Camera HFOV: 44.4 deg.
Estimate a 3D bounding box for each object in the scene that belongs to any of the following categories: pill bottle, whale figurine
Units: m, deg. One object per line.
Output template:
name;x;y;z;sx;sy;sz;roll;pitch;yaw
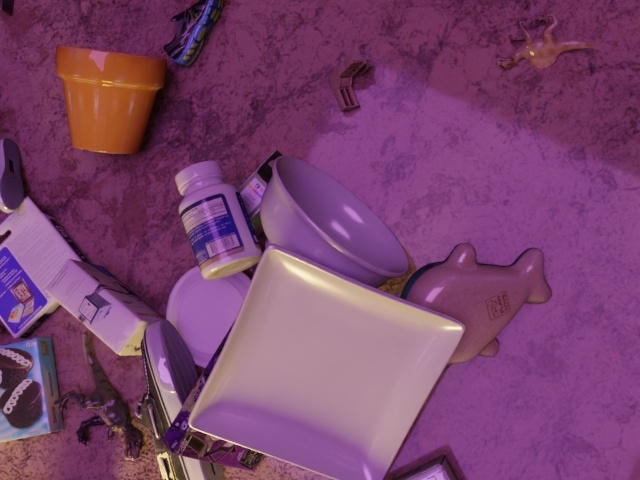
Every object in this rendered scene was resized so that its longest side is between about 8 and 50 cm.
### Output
pill bottle;-0.181;-0.037;1.357;0.112;0.112;0.187;-23;79;9
whale figurine;0.261;0.098;1.360;0.272;0.141;0.216;-23;108;-12

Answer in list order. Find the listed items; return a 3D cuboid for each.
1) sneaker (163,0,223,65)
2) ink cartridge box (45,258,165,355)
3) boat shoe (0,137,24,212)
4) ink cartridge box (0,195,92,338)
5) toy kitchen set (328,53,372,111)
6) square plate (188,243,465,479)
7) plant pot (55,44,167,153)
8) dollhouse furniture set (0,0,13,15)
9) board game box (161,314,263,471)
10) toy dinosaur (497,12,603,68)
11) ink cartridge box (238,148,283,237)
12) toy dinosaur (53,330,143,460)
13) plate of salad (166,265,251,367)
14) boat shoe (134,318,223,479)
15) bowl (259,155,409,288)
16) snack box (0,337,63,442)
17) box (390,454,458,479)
sneaker;-0.252;-0.441;1.555;0.078;0.067;0.188;30;93;8
ink cartridge box;-0.399;0.127;1.485;0.190;0.139;0.082;36;90;13
boat shoe;-0.657;-0.119;1.595;0.083;0.065;0.183;-25;55;15
ink cartridge box;-0.591;0.054;1.583;0.206;0.045;0.208;-43;77;4
toy kitchen set;0.072;-0.297;1.471;0.068;0.083;0.075;-13;78;-32
square plate;0.006;0.211;1.272;0.344;0.049;0.347;22;107;-10
plant pot;-0.407;-0.268;1.515;0.205;0.205;0.188;10;101;13
dollhouse furniture set;-0.711;-0.534;1.644;0.081;0.114;0.091;5;87;17
board game box;-0.106;0.236;1.380;0.056;0.208;0.347;32;92;40
toy dinosaur;0.410;-0.359;1.419;0.183;0.053;0.093;-7;97;19
ink cartridge box;-0.122;-0.064;1.462;0.062;0.109;0.209;44;93;13
toy dinosaur;-0.436;0.319;1.515;0.118;0.064;0.268;-32;76;0
plate of salad;-0.198;0.142;1.485;0.199;0.048;0.200;-1;86;16
boat shoe;-0.282;0.315;1.431;0.119;0.121;0.335;-15;91;12
bowl;0.000;0.000;1.351;0.298;0.298;0.134;45;109;13
snack box;-0.680;0.315;1.565;0.321;0.060;0.187;-13;81;11
box;0.168;0.534;1.321;0.231;0.127;0.262;-29;78;7
